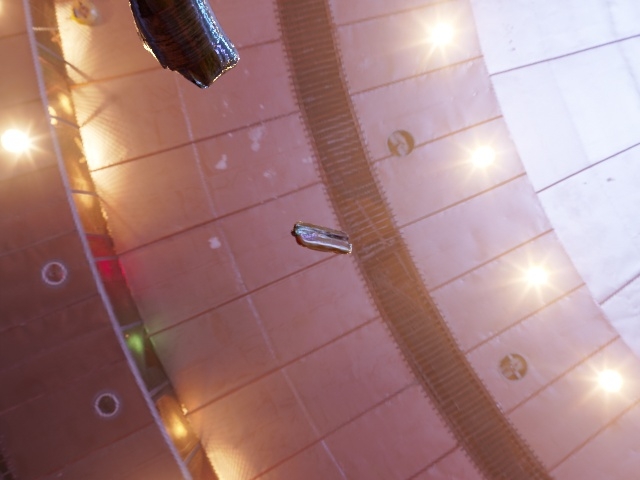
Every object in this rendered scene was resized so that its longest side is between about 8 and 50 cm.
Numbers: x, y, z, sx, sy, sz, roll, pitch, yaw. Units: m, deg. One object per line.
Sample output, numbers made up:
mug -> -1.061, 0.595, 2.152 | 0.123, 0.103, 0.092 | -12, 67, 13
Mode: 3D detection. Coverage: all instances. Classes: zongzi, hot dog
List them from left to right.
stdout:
zongzi -> -0.255, -0.364, 0.892 | 0.241, 0.247, 0.111 | 31, -113, 36
hot dog -> 0.000, 0.000, 0.708 | 0.083, 0.037, 0.021 | 14, -46, -28
